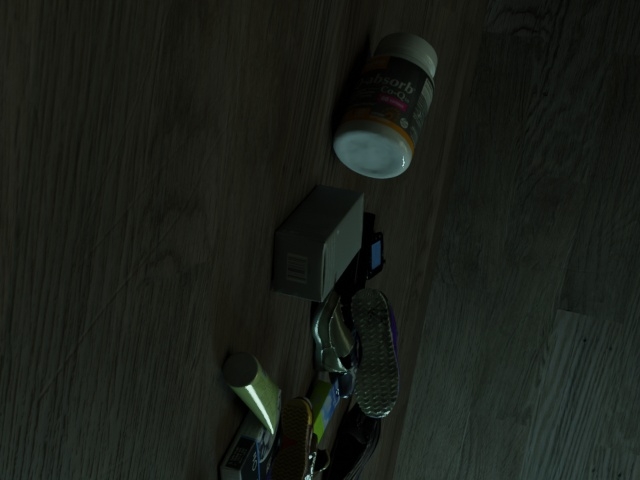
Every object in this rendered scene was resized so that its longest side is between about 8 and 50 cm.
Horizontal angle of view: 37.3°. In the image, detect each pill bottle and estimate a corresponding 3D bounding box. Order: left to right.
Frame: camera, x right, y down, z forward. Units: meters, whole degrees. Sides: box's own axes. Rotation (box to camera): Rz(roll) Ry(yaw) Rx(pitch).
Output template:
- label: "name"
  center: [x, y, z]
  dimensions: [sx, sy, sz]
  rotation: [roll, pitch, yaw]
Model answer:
- label: "pill bottle"
  center: [0.138, -0.275, 1.904]
  dimensions: [0.162, 0.162, 0.278]
  rotation: [81, 25, -56]

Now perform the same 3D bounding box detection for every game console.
- label: "game console"
  center: [0.113, 0.031, 2.304]
  dimensions: [0.361, 0.044, 0.213]
  rotation: [-25, 124, -74]

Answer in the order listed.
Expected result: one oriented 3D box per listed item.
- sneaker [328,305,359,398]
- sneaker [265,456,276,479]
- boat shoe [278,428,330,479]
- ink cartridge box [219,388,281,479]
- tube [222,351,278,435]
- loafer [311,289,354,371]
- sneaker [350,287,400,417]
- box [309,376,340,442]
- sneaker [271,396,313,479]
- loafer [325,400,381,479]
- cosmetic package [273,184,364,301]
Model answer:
- label: "sneaker"
  center: [0.042, 0.259, 2.204]
  dimensions: [0.098, 0.083, 0.223]
  rotation: [5, 88, -62]
- label: "sneaker"
  center: [-0.079, 0.503, 1.826]
  dimensions: [0.076, 0.065, 0.166]
  rotation: [73, 16, -63]
- label: "boat shoe"
  center: [-0.026, 0.478, 2.014]
  dimensions: [0.257, 0.095, 0.095]
  rotation: [80, 6, -58]
- label: "ink cartridge box"
  center: [-0.123, 0.408, 1.730]
  dimensions: [0.206, 0.045, 0.208]
  rotation: [-62, 160, -50]
- label: "tube"
  center: [-0.105, 0.257, 1.603]
  dimensions: [0.070, 0.062, 0.240]
  rotation: [-45, 154, -10]
- label: "loafer"
  center: [0.035, 0.199, 2.066]
  dimensions: [0.251, 0.088, 0.094]
  rotation: [87, 21, -48]
- label: "sneaker"
  center: [0.138, 0.253, 2.173]
  dimensions: [0.146, 0.102, 0.293]
  rotation: [7, 81, -76]
- label: "box"
  center: [-0.010, 0.399, 2.135]
  dimensions: [0.109, 0.043, 0.178]
  rotation: [84, 28, -52]
- label: "sneaker"
  center: [-0.044, 0.389, 1.796]
  dimensions: [0.084, 0.070, 0.185]
  rotation: [18, 82, -75]
- label: "loafer"
  center: [0.087, 0.558, 2.561]
  dimensions: [0.095, 0.109, 0.302]
  rotation: [71, 37, -57]
- label: "cosmetic package"
  center: [0.000, 0.000, 1.731]
  dimensions: [0.238, 0.107, 0.127]
  rotation: [-49, 146, -56]
